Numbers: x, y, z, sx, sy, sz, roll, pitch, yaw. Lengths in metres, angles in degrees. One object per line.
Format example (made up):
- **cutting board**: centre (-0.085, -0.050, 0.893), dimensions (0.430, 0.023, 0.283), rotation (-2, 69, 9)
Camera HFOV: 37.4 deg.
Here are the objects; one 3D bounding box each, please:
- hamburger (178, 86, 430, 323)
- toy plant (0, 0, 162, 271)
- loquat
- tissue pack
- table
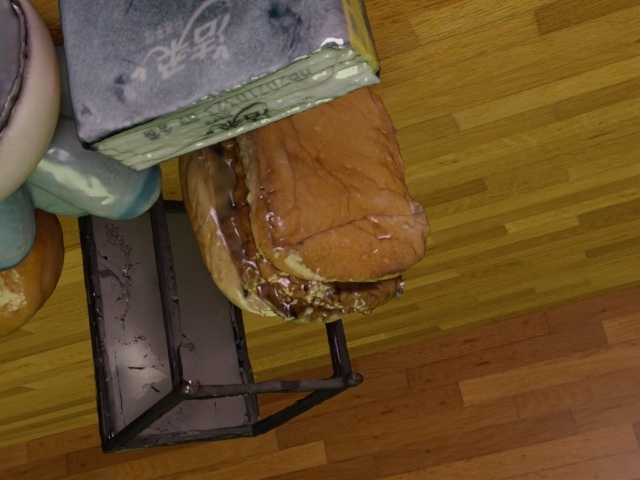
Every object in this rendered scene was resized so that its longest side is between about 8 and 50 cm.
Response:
- **hamburger**: centre (-0.021, -0.051, 0.989), dimensions (0.259, 0.283, 0.144), rotation (10, 144, -37)
- **toy plant**: centre (-0.280, -0.090, 0.856), dimensions (0.247, 0.247, 0.332), rotation (-16, 164, 13)
- **loquat**: centre (-0.404, 0.016, 1.126), dimensions (0.187, 0.176, 0.234), rotation (39, 132, -9)
- **tissue pack**: centre (-0.078, -0.192, 0.607), dimensions (0.185, 0.257, 0.081), rotation (-19, 162, 20)
- **table**: centre (-0.137, 0.052, 1.141), dimensions (0.222, 0.335, 0.272), rotation (2, 156, -32)
